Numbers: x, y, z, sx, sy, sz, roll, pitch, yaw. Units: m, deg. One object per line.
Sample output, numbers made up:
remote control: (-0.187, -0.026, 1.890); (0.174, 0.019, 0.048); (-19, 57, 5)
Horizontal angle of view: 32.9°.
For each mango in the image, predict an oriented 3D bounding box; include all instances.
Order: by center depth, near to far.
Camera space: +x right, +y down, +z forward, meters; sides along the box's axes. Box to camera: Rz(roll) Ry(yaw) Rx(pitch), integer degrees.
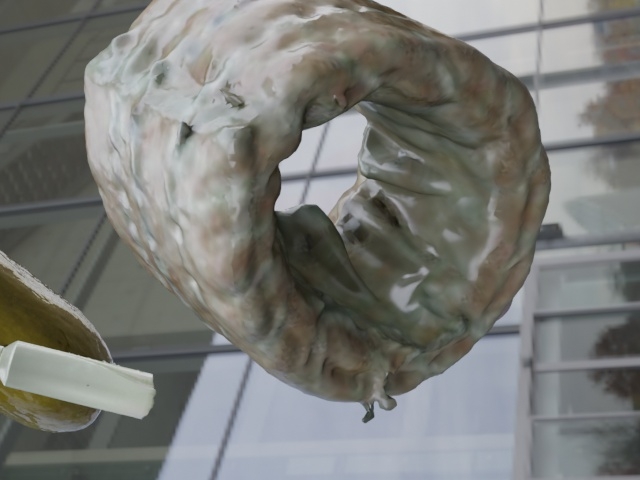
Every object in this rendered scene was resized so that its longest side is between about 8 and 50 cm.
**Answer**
mango: (-0.353, 0.084, 1.169); (0.332, 0.142, 0.195); (51, 169, -24)

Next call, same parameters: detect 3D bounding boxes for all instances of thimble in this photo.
thimble: (0.006, -0.031, 0.561); (0.196, 0.148, 0.229); (-46, -44, -12)

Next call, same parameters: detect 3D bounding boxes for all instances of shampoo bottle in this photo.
shampoo bottle: (-0.181, 0.089, 0.732); (0.049, 0.141, 0.034); (-139, 65, -79)

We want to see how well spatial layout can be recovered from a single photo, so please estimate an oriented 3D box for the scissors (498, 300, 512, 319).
scissors: (0.116, 0.007, 1.207); (0.030, 0.118, 0.242); (38, -161, -55)
